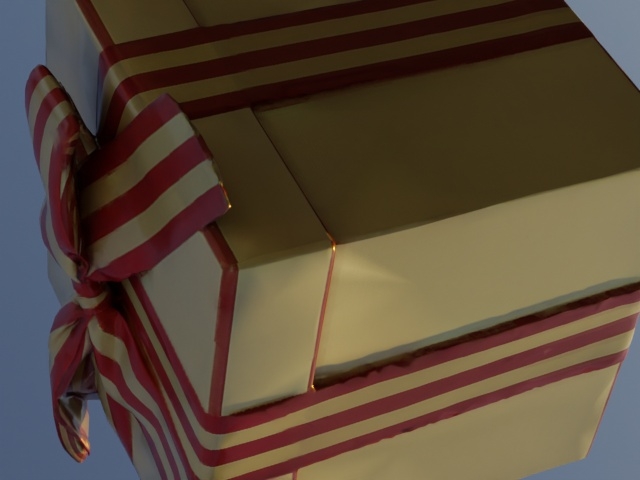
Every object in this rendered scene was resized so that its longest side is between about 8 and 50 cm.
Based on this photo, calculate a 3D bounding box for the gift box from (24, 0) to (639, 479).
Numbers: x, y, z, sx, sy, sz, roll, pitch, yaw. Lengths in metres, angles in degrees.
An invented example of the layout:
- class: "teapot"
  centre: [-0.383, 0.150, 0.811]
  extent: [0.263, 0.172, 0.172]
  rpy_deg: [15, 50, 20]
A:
- class: "gift box"
  centre: [0.000, 0.000, 0.781]
  extent: [0.258, 0.255, 0.276]
  rpy_deg: [-13, -136, -20]
